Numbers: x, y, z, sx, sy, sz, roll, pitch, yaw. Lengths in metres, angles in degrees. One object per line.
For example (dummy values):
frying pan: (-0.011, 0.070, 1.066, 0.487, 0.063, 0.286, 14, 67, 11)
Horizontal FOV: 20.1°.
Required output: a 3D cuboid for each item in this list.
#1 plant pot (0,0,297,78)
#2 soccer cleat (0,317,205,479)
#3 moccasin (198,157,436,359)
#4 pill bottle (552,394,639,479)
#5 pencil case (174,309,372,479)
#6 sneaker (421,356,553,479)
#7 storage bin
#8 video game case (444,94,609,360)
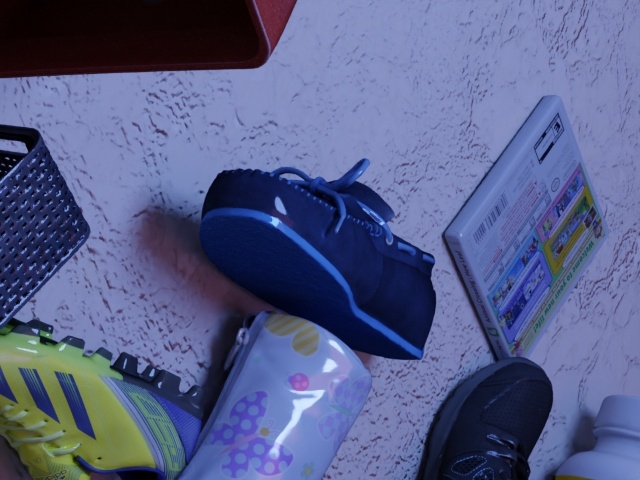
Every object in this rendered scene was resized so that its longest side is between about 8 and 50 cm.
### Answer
plant pot: (-0.133, -0.283, 1.177, 0.236, 0.267, 0.267, -56, 137, -44)
soccer cleat: (-0.194, 0.127, 1.304, 0.289, 0.093, 0.121, 27, 84, -49)
moccasin: (0.000, 0.000, 1.505, 0.342, 0.137, 0.117, 44, 59, -61)
pill bottle: (0.311, 0.341, 1.887, 0.188, 0.188, 0.334, 38, 68, -47)
pencil case: (-0.064, 0.190, 1.457, 0.124, 0.113, 0.273, 45, 63, -35)
sneaker: (0.155, 0.259, 1.717, 0.341, 0.139, 0.125, -57, 134, -28)
storage bin: (-0.254, 0.009, 1.177, 0.180, 0.122, 0.084, -50, 132, -32)
video game case: (0.213, -0.007, 1.824, 0.212, 0.023, 0.193, -52, 133, -31)
